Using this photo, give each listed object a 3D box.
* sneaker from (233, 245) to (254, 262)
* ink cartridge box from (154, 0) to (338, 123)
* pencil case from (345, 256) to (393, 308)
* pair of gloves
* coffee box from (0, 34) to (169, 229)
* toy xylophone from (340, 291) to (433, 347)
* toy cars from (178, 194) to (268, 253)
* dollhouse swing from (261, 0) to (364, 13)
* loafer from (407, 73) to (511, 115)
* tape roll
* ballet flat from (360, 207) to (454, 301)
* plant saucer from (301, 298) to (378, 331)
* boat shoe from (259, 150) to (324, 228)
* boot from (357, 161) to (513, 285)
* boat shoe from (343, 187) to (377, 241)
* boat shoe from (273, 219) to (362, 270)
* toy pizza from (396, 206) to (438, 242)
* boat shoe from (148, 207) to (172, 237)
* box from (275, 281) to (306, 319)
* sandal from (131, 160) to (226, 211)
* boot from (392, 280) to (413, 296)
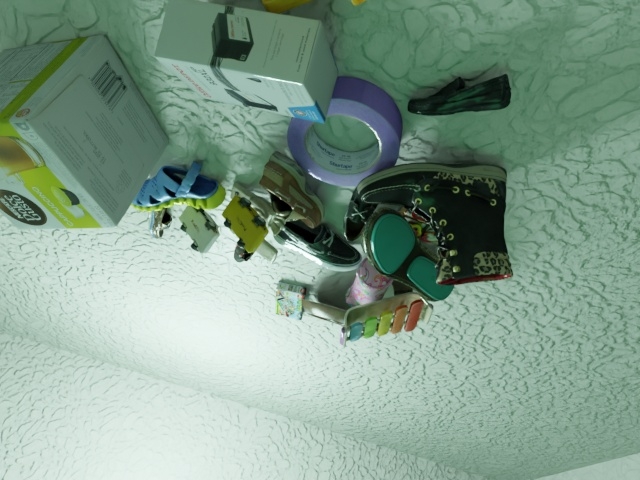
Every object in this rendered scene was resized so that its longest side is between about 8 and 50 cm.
[{"bbox_3d":[-0.269,0.046,1.734,0.061,0.065,0.158,27,141,-17],"label":"sneaker"},{"bbox_3d":[-0.139,-0.360,1.013,0.307,0.129,0.223,15,178,12],"label":"ink cartridge box"},{"bbox_3d":[0.159,0.157,1.665,0.124,0.124,0.284,14,154,-1],"label":"pencil case"},{"bbox_3d":[-0.201,-0.054,1.556,0.204,0.042,0.240,34,139,16],"label":"pair of gloves"},{"bbox_3d":[-0.657,-0.258,1.241,0.334,0.338,0.338,0,140,18],"label":"coffee box"},{"bbox_3d":[0.211,0.271,1.648,0.322,0.081,0.236,-18,145,-3],"label":"toy xylophone"},{"bbox_3d":[-0.289,-0.041,1.520,0.393,0.176,0.087,-2,166,38],"label":"toy cars"},{"bbox_3d":[-0.097,-0.512,0.767,0.315,0.305,0.347,-8,139,26],"label":"dollhouse swing"},{"bbox_3d":[0.301,-0.318,1.090,0.223,0.076,0.078,1,105,27],"label":"loafer"},{"bbox_3d":[0.060,-0.259,1.218,0.274,0.090,0.275,8,142,6],"label":"tape roll"},{"bbox_3d":[0.228,0.037,1.475,0.483,0.164,0.182,37,179,-41],"label":"ballet flat"},{"bbox_3d":[0.071,0.285,1.838,0.310,0.050,0.310,16,169,3],"label":"plant saucer"},{"bbox_3d":[-0.086,-0.114,1.378,0.123,0.116,0.324,29,166,32],"label":"boat shoe"},{"bbox_3d":[0.288,-0.037,1.213,0.377,0.284,0.138,-2,166,-8],"label":"boot"},{"bbox_3d":[0.119,-0.087,1.432,0.084,0.079,0.233,18,141,-3],"label":"boat shoe"},{"bbox_3d":[0.000,0.000,1.566,0.301,0.108,0.102,25,144,-3],"label":"boat shoe"},{"bbox_3d":[0.316,-0.049,1.453,0.201,0.032,0.201,9,142,7],"label":"toy pizza"},{"bbox_3d":[-0.541,-0.066,1.676,0.066,0.066,0.183,14,143,-2],"label":"boat shoe"},{"bbox_3d":[-0.119,0.241,1.962,0.114,0.036,0.207,11,143,3],"label":"box"},{"bbox_3d":[-0.448,-0.169,1.481,0.317,0.126,0.138,-4,136,10],"label":"sandal"},{"bbox_3d":[0.263,0.160,1.693,0.118,0.087,0.042,18,144,-5],"label":"boot"}]
